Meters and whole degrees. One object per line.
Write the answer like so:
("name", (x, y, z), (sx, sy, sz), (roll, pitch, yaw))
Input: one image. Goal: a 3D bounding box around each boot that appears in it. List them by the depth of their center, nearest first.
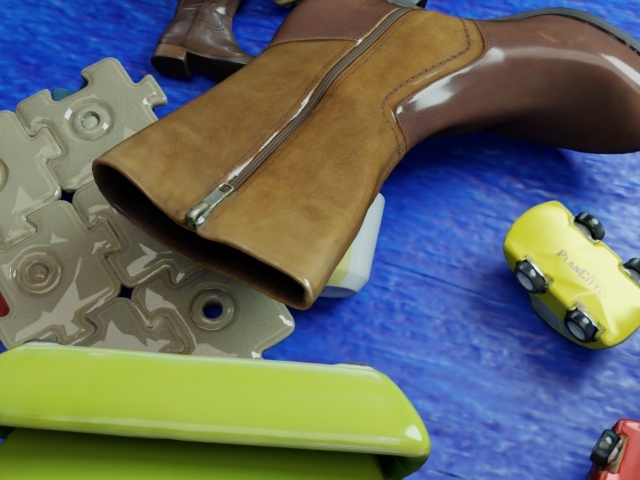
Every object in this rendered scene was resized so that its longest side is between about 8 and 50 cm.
("boot", (0.054, -0.062, 0.572), (0.264, 0.096, 0.280), (28, 45, 14))
("boot", (-0.061, -0.167, 0.715), (0.106, 0.037, 0.114), (14, 63, 5))

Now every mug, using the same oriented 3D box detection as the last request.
("mug", (0.001, 0.001, 0.624), (0.078, 0.062, 0.064), (8, 74, -15))

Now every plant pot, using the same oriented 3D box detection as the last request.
("plant pot", (-0.057, 0.165, 0.449), (0.228, 0.227, 0.207), (3, 74, 3))

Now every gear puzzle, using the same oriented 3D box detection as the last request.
("gear puzzle", (-0.113, 0.043, 0.623), (0.175, 0.044, 0.339), (-31, 72, -13))

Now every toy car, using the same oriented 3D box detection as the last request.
("toy car", (0.234, 0.082, 0.586), (0.225, 0.053, 0.239), (-7, 67, -2))

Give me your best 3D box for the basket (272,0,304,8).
("basket", (0.068, -0.338, 0.688), (0.299, 0.213, 0.223), (-15, 67, -5))
